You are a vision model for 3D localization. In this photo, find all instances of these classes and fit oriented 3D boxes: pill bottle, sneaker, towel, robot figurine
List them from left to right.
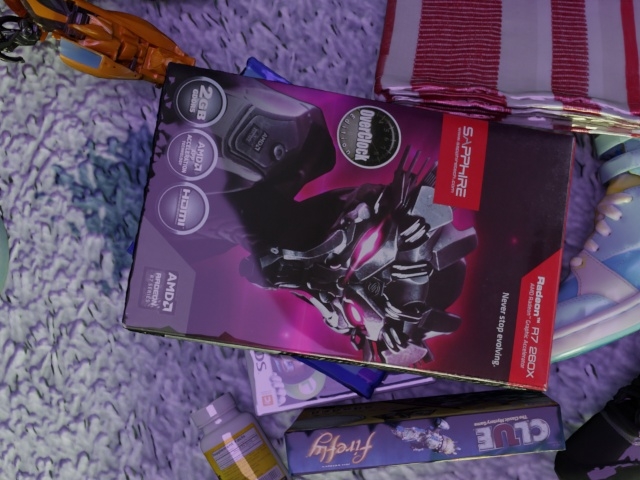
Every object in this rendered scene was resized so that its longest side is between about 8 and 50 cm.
[{"bbox_3d":[-0.244,-0.262,0.930,0.085,0.291,0.211,13,88,50],"label":"robot figurine"},{"bbox_3d":[-0.083,0.216,0.981,0.065,0.065,0.116,-32,84,3],"label":"pill bottle"},{"bbox_3d":[0.223,-0.195,0.925,0.329,0.037,0.237,6,48,6],"label":"towel"},{"bbox_3d":[0.289,-0.018,0.939,0.319,0.127,0.208,-28,78,4],"label":"sneaker"},{"bbox_3d":[0.335,0.131,0.913,0.283,0.107,0.124,-30,115,-5],"label":"sneaker"}]

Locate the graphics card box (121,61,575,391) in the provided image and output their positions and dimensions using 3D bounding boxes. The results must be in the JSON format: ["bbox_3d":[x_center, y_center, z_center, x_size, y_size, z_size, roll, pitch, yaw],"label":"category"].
[{"bbox_3d":[0.028,-0.006,0.843,0.371,0.094,0.232,10,83,-6],"label":"graphics card box"}]

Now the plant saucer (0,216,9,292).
[{"bbox_3d":[-0.437,0.017,1.035,0.195,0.037,0.194,0,88,5],"label":"plant saucer"}]

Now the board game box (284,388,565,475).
[{"bbox_3d":[0.097,0.179,0.918,0.243,0.165,0.042,-6,87,5],"label":"board game box"}]

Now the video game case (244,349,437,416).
[{"bbox_3d":[0.010,0.080,0.993,0.191,0.022,0.173,-12,81,4],"label":"video game case"}]

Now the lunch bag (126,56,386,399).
[{"bbox_3d":[0.000,0.000,0.941,0.293,0.138,0.221,31,81,3],"label":"lunch bag"}]
